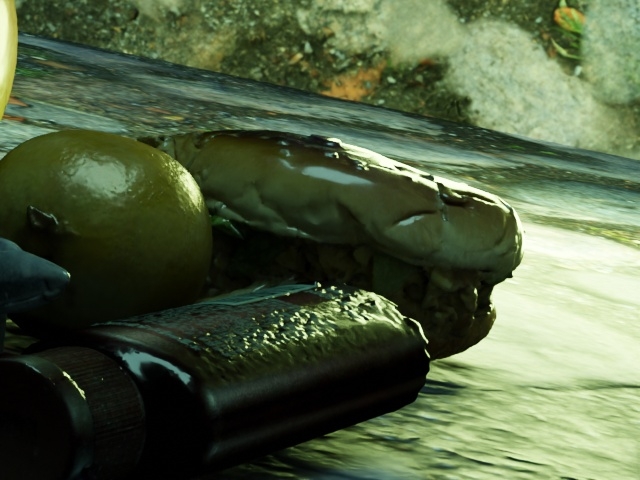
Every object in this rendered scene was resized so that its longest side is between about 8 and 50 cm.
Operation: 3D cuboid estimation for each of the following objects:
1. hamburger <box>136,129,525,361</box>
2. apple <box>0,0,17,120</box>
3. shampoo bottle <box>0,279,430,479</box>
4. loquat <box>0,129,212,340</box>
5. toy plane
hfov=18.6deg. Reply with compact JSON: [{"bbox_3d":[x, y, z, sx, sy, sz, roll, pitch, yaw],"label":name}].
[{"bbox_3d":[0.000,0.000,1.388,0.286,0.146,0.243,10,3,5],"label":"hamburger"},{"bbox_3d":[-0.361,-0.160,1.494,0.286,0.233,0.286,13,-17,4],"label":"apple"},{"bbox_3d":[-0.064,0.078,1.024,0.129,0.084,0.323,12,10,26],"label":"shampoo bottle"},{"bbox_3d":[-0.142,-0.001,1.222,0.163,0.137,0.163,-3,2,0],"label":"loquat"},{"bbox_3d":[-0.217,0.034,1.039,0.267,0.088,0.212,9,6,44],"label":"toy plane"}]
